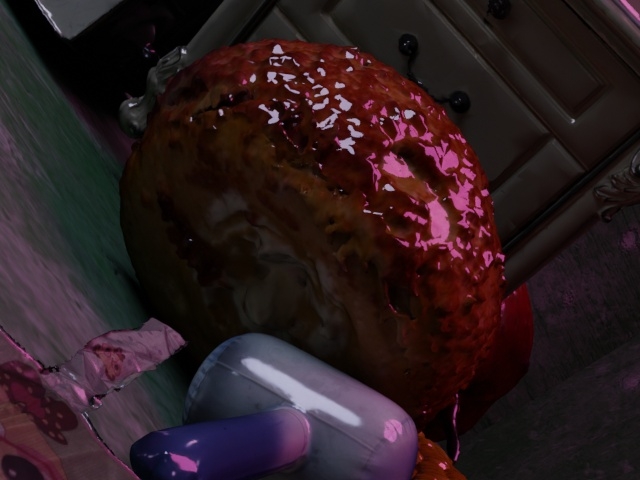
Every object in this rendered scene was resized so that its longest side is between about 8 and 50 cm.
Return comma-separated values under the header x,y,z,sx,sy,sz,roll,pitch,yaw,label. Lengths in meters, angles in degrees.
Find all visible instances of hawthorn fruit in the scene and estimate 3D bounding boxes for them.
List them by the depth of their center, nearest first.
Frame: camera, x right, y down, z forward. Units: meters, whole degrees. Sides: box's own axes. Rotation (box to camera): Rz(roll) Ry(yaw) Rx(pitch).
x,y,z,sx,sy,sz,roll,pitch,yaw,label
0.076,0.083,1.117,0.254,0.254,0.300,56,14,-40,hawthorn fruit

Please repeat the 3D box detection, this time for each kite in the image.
x,y,z,sx,sy,sz,roll,pitch,yaw,label
-0.078,0.047,0.353,0.229,0.012,0.250,47,12,7,kite

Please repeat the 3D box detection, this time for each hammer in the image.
x,y,z,sx,sy,sz,roll,pitch,yaw,label
-0.031,0.089,0.526,0.116,0.069,0.194,28,7,19,hammer

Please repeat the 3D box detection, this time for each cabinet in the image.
x,y,z,sx,sy,sz,roll,pitch,yaw,label
0.084,-0.103,0.821,0.290,0.318,0.227,49,33,4,cabinet

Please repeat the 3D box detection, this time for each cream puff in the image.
x,y,z,sx,sy,sz,roll,pitch,yaw,label
0.000,0.001,0.670,0.240,0.240,0.164,58,44,-15,cream puff

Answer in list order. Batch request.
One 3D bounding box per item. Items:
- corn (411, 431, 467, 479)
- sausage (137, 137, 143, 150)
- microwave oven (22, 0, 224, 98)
x,y,z,sx,sy,sz,roll,pitch,yaw,label
0.045,0.169,0.708,0.101,0.101,0.310,58,-4,-2,corn
-0.091,-0.027,0.904,0.141,0.076,0.076,59,2,14,sausage
-0.086,-0.274,1.025,0.247,0.333,0.394,52,3,10,microwave oven
